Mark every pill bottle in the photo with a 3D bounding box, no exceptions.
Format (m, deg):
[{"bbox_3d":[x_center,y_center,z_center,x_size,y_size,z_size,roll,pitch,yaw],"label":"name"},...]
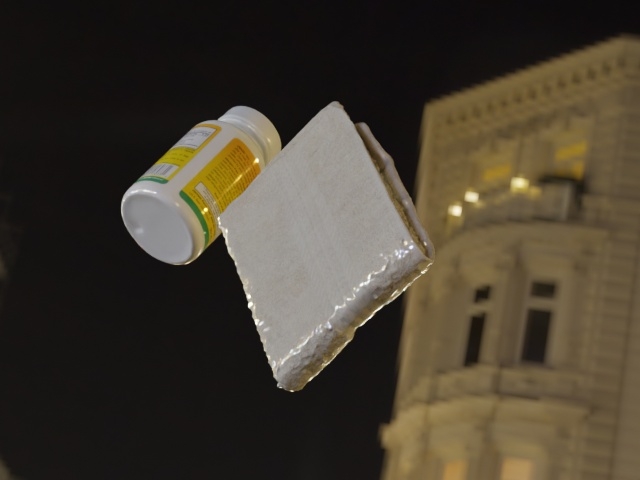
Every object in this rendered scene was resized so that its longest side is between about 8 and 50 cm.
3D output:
[{"bbox_3d":[-0.140,-0.074,2.143,0.117,0.208,0.118,23,-42,22],"label":"pill bottle"}]

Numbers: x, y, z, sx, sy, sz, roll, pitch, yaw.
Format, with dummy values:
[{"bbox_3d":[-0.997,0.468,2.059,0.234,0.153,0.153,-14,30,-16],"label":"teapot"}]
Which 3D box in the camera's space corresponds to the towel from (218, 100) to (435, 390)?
[{"bbox_3d":[0.000,0.000,1.627,0.049,0.282,0.187,34,-70,-32],"label":"towel"}]
